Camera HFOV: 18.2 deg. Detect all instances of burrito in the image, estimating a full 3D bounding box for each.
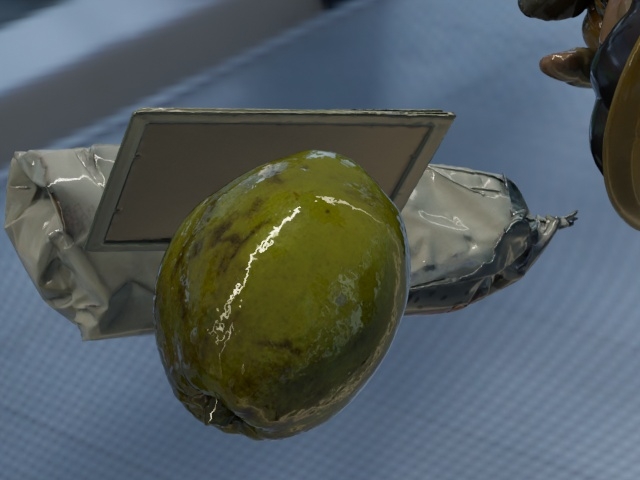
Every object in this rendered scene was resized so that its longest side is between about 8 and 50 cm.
[{"bbox_3d":[0.000,0.000,1.411,0.446,0.101,0.139,1,58,-24],"label":"burrito"}]

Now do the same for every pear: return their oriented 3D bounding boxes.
[{"bbox_3d":[-0.017,0.023,0.828,0.107,0.107,0.131,10,52,36],"label":"pear"}]

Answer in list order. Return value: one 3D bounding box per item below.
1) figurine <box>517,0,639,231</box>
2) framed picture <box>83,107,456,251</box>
[{"bbox_3d":[0.223,-0.119,1.217,0.167,0.192,0.256,-22,41,3],"label":"figurine"},{"bbox_3d":[-0.031,-0.034,1.115,0.183,0.142,0.011,-1,59,-19],"label":"framed picture"}]
